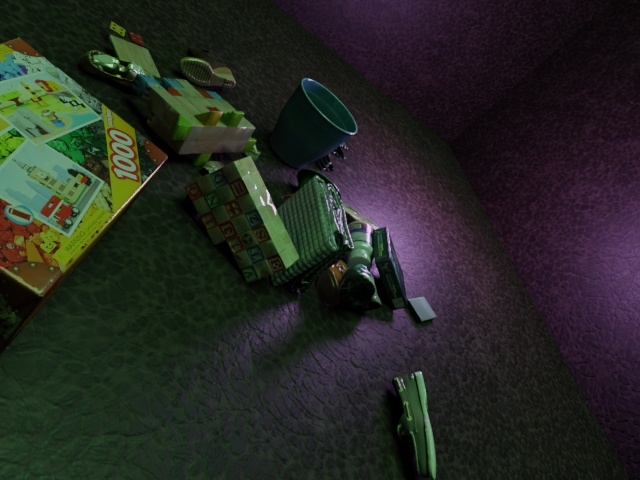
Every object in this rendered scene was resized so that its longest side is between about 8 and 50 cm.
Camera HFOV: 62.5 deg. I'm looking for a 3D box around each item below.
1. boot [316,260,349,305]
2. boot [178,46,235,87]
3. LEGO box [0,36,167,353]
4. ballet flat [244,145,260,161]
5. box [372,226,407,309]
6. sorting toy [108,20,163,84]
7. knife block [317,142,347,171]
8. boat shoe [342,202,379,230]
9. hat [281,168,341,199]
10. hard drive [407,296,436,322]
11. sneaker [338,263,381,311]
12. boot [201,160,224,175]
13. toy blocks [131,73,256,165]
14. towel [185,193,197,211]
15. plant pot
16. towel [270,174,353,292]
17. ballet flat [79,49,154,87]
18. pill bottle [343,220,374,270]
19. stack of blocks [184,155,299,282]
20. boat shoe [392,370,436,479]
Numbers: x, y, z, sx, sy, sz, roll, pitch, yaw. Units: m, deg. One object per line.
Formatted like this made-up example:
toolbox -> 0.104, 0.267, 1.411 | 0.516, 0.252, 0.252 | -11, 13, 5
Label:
boot -> 0.049, 0.118, 1.631 | 0.152, 0.073, 0.197 | 19, 43, -51
boot -> -0.443, -0.641, 1.915 | 0.248, 0.090, 0.207 | 6, 37, -50
LEGO box -> -0.553, -0.109, 0.931 | 0.372, 0.193, 0.500 | 39, 29, -17
ballet flat -> -0.262, -0.343, 1.791 | 0.168, 0.052, 0.057 | 51, 28, 6
box -> 0.242, 0.097, 1.834 | 0.183, 0.059, 0.232 | -87, 158, -54
sorting toy -> -0.580, -0.554, 1.616 | 0.132, 0.046, 0.274 | 5, 50, -52
knife block -> -0.001, -0.407, 2.234 | 0.088, 0.242, 0.276 | 21, -7, -43
boat shoe -> 0.155, -0.045, 1.947 | 0.285, 0.104, 0.089 | 40, 31, -13
hat -> -0.055, -0.130, 1.824 | 0.208, 0.173, 0.183 | 43, 64, -23
hard drive -> 0.372, 0.257, 1.957 | 0.135, 0.022, 0.094 | 1, 53, -54
sneaker -> 0.107, 0.124, 1.576 | 0.283, 0.110, 0.122 | 63, 15, -64
boot -> -0.298, -0.187, 1.564 | 0.118, 0.042, 0.087 | 47, 34, 0
toy blocks -> -0.384, -0.377, 1.565 | 0.261, 0.190, 0.381 | 43, 26, 15
towel -> -0.318, -0.114, 1.446 | 0.067, 0.029, 0.119 | 47, 28, -2
plant pot -> -0.048, -0.413, 1.967 | 0.272, 0.255, 0.271 | 35, 30, -24
towel -> -0.033, -0.013, 1.506 | 0.121, 0.235, 0.283 | 32, 31, -39
ballet flat -> -0.563, -0.481, 1.485 | 0.206, 0.067, 0.073 | 5, 79, -35
pill bottle -> 0.132, 0.027, 1.818 | 0.108, 0.108, 0.193 | 37, 30, -20
stack of blocks -> -0.202, -0.046, 1.368 | 0.297, 0.171, 0.087 | 64, 27, -8
boat shoe -> 0.250, 0.492, 1.414 | 0.305, 0.091, 0.109 | -89, 168, -50
